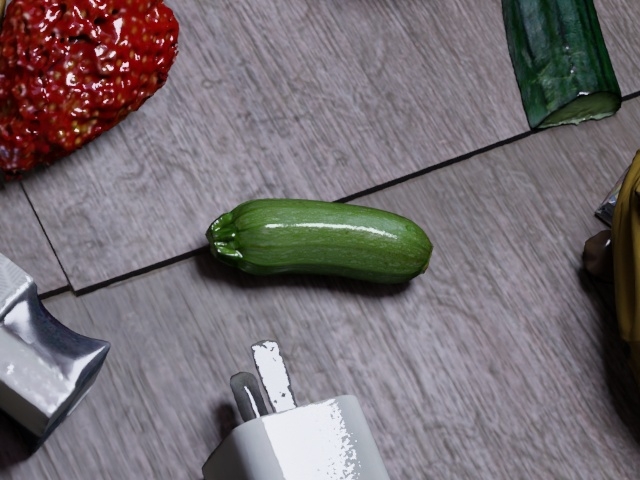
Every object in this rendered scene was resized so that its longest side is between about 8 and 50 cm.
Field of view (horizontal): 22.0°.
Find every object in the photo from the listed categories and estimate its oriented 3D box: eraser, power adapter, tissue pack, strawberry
[{"bbox_3d":[-0.364,0.011,1.366,0.404,0.098,0.096,38,57,3],"label":"eraser"},{"bbox_3d":[-0.025,0.188,1.379,0.125,0.130,0.205,-12,69,-26],"label":"power adapter"},{"bbox_3d":[0.332,-0.042,1.702,0.063,0.035,0.083,38,56,2],"label":"tissue pack"},{"bbox_3d":[-0.218,-0.167,1.476,0.228,0.098,0.174,-50,129,-35],"label":"strawberry"}]

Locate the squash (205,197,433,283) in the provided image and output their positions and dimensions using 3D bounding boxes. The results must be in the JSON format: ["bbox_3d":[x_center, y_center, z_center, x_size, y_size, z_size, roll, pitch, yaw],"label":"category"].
[{"bbox_3d":[0.000,0.000,1.530,0.219,0.068,0.077,2,67,-19],"label":"squash"}]

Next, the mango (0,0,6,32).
[{"bbox_3d":[-0.363,-0.208,1.458,0.187,0.138,0.257,31,55,-27],"label":"mango"}]

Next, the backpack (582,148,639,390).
[{"bbox_3d":[0.434,0.053,1.552,0.353,0.201,0.378,-3,88,3],"label":"backpack"}]

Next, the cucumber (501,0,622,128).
[{"bbox_3d":[0.255,-0.239,1.769,0.115,0.063,0.244,-3,62,-23],"label":"cucumber"}]
